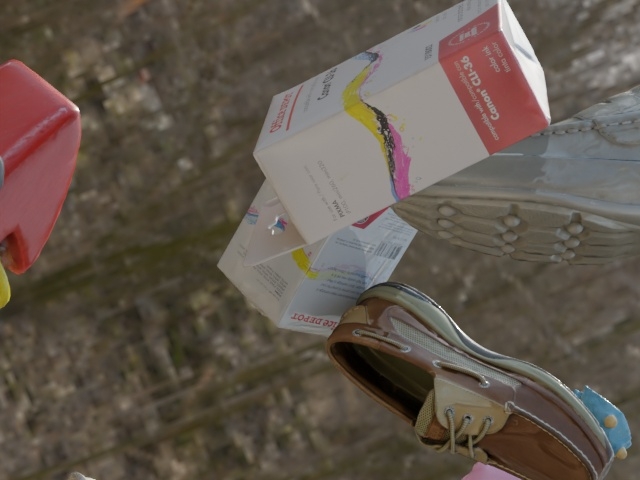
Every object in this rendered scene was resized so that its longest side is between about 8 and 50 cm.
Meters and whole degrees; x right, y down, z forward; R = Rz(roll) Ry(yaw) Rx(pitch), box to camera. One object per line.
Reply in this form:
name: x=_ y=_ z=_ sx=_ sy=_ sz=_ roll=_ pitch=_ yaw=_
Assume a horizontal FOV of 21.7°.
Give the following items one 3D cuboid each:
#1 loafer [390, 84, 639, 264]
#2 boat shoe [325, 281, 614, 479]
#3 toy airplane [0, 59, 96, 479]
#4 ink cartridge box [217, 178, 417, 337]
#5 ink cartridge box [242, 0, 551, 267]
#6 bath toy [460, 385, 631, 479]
loafer: x=0.202 y=-0.048 z=1.049 sx=0.112 sy=0.319 sz=0.112 roll=89 pitch=3 yaw=-70
boat shoe: x=0.142 y=0.172 z=1.718 sx=0.324 sy=0.120 sz=0.123 roll=32 pitch=-47 yaw=23
toy airplane: x=-0.313 y=0.098 z=0.997 sx=0.272 sy=0.384 sz=0.386 roll=60 pitch=22 yaw=-63
ink cartridge box: x=0.000 y=0.000 z=1.810 sx=0.128 sy=0.176 sz=0.127 roll=16 pitch=19 yaw=-47
ink cartridge box: x=0.031 y=-0.067 z=0.981 sx=0.067 sy=0.198 sz=0.115 roll=59 pitch=15 yaw=-16
bath toy: x=0.224 y=0.310 z=2.093 sx=0.129 sy=0.348 sz=0.151 roll=38 pitch=-30 yaw=47
